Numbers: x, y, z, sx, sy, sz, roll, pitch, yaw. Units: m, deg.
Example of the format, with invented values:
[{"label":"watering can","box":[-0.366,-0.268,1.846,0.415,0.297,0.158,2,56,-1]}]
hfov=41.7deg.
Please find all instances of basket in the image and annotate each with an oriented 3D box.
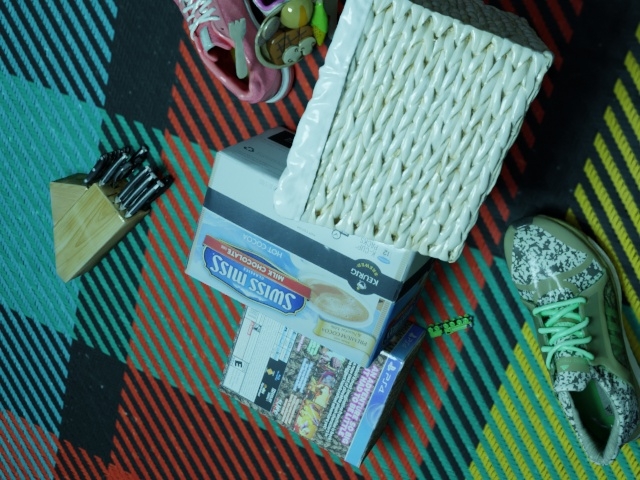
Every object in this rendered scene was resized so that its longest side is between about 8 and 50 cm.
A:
[{"label":"basket","box":[0.118,-0.186,1.170,0.267,0.328,0.331,21,114,-3]}]

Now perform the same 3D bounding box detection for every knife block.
[{"label":"knife block","box":[-0.389,-0.044,1.599,0.242,0.088,0.275,9,110,22]}]

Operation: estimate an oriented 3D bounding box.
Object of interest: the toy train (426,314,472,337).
[{"label":"toy train","box":[0.221,0.147,1.433,0.083,0.017,0.023,-19,108,28]}]

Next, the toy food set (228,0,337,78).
[{"label":"toy food set","box":[-0.044,-0.315,1.291,0.038,0.192,0.132,51,159,30]}]

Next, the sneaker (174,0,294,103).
[{"label":"sneaker","box":[-0.165,-0.356,1.364,0.116,0.136,0.313,-35,95,29]}]

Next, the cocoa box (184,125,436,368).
[{"label":"cocoa box","box":[0.000,0.000,1.360,0.347,0.231,0.227,26,116,15]}]

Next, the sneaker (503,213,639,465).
[{"label":"sneaker","box":[0.389,0.155,1.267,0.158,0.182,0.410,-23,96,28]}]

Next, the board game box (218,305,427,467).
[{"label":"board game box","box":[0.001,0.211,1.480,0.291,0.141,0.232,27,115,14]}]

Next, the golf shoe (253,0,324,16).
[{"label":"golf shoe","box":[-0.031,-0.479,1.273,0.115,0.140,0.306,18,112,19]}]
